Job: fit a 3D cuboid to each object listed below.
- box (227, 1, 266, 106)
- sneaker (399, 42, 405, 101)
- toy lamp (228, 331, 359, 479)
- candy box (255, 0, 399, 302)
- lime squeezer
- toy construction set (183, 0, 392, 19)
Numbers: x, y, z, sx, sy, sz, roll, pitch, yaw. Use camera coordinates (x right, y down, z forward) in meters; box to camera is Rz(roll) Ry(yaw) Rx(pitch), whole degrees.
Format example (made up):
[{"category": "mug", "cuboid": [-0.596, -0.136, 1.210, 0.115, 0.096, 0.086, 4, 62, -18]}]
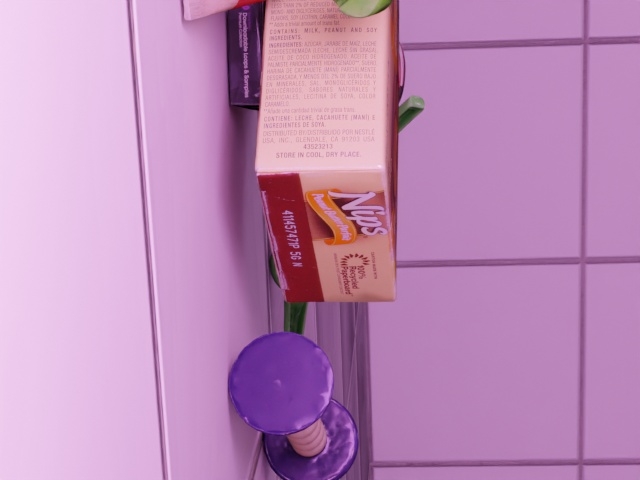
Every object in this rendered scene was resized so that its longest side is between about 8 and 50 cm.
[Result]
[{"category": "box", "cuboid": [-0.045, -0.154, 1.047, 0.162, 0.029, 0.116, -52, 140, -86]}, {"category": "sneaker", "cuboid": [0.026, -0.296, 1.759, 0.136, 0.116, 0.313, 40, 41, -71]}, {"category": "toy lamp", "cuboid": [-0.013, 0.135, 1.068, 0.274, 0.080, 0.080, 80, 9, -71]}, {"category": "candy box", "cuboid": [0.012, -0.135, 1.010, 0.183, 0.088, 0.316, 82, 8, -60]}, {"category": "lime squeezer", "cuboid": [0.000, 0.000, 1.180, 0.110, 0.059, 0.310, -95, -154, -66]}, {"category": "toy construction set", "cuboid": [-0.004, -0.251, 0.743, 0.237, 0.257, 0.308, -37, 151, -64]}]
